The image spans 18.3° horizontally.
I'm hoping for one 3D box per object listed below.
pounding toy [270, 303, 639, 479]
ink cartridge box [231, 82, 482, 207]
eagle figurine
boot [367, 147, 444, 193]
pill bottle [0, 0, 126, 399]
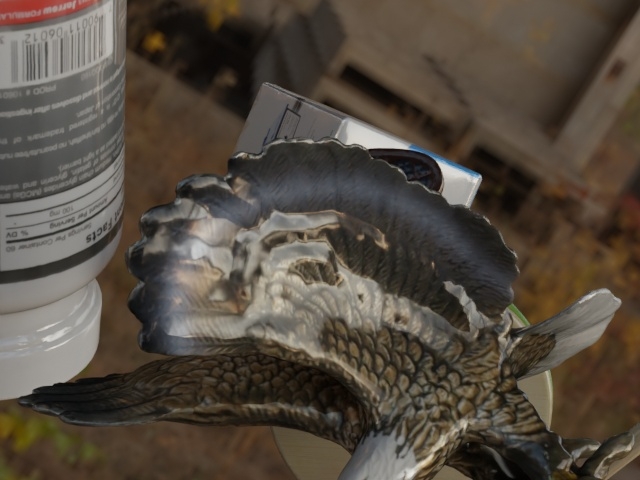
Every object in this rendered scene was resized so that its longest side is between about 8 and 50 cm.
[{"bbox_3d":[0.080,0.100,1.309,0.237,0.183,0.110,35,19,-10],"label":"pounding toy"},{"bbox_3d":[0.027,-0.062,1.679,0.139,0.082,0.190,22,2,-26],"label":"ink cartridge box"},{"bbox_3d":[0.020,0.076,1.062,0.298,0.226,0.225,33,6,-2],"label":"eagle figurine"},{"bbox_3d":[0.000,0.000,1.462,0.106,0.219,0.082,44,30,-59],"label":"boot"},{"bbox_3d":[-0.249,-0.076,1.461,0.210,0.363,0.210,4,31,-2],"label":"pill bottle"}]
